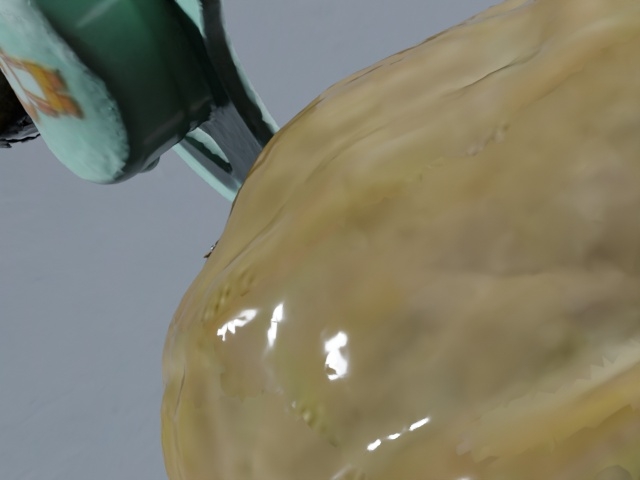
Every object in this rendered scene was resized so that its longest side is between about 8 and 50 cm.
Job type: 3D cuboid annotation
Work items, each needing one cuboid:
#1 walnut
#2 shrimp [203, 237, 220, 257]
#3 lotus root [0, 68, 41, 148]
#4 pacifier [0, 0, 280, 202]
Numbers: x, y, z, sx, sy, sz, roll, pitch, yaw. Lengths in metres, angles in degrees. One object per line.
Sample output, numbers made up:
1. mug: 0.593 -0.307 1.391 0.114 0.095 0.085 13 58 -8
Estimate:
1. walnut: 0.118 0.065 0.514 0.285 0.285 0.296 -26 78 -3
2. shrimp: 0.000 0.002 1.555 0.217 0.051 0.115 -23 132 25
3. lotus root: -0.222 -0.236 1.779 0.179 0.196 0.397 25 125 -28
4. pacifier: -0.080 -0.178 1.102 0.269 0.343 0.288 -39 52 -17
